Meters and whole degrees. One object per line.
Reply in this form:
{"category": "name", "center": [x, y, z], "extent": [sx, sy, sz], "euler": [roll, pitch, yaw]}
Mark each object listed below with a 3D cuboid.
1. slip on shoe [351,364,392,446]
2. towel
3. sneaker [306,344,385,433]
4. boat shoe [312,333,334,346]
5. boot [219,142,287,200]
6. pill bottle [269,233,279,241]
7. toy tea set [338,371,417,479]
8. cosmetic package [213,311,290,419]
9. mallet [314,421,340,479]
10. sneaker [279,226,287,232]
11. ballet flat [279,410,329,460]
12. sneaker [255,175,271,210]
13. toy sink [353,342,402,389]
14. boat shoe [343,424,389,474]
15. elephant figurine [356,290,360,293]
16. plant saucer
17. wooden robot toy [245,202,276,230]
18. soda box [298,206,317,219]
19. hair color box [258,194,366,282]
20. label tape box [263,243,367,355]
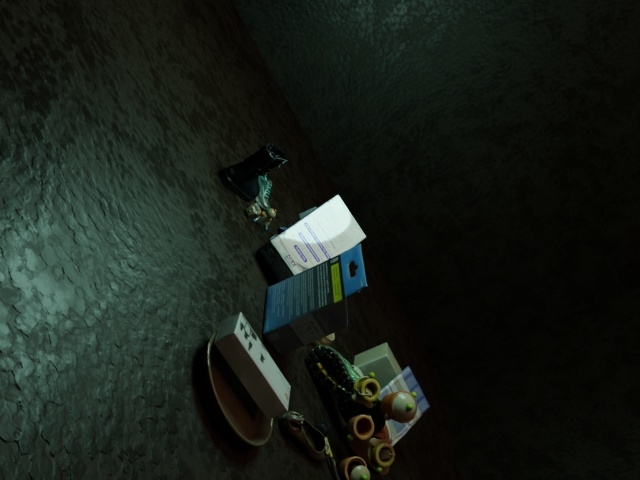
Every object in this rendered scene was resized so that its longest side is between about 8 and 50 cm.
{"category": "slip on shoe", "center": [0.143, 0.599, 2.107], "extent": [0.101, 0.123, 0.331], "euler": [-24, 88, -54]}
{"category": "towel", "center": [0.297, 0.654, 2.374], "extent": [0.285, 0.034, 0.209], "euler": [-33, 100, -34]}
{"category": "sneaker", "center": [0.098, 0.476, 1.990], "extent": [0.343, 0.134, 0.146], "euler": [54, 8, 5]}
{"category": "boat shoe", "center": [-0.009, 0.281, 2.094], "extent": [0.302, 0.098, 0.109], "euler": [49, 20, -50]}
{"category": "boot", "center": [-0.200, -0.229, 2.055], "extent": [0.094, 0.207, 0.246], "euler": [68, 13, 16]}
{"category": "pill bottle", "center": [-0.145, 0.022, 2.168], "extent": [0.083, 0.043, 0.043], "euler": [61, 13, -19]}
{"category": "toy tea set", "center": [0.176, 0.576, 1.819], "extent": [0.200, 0.124, 0.335], "euler": [24, 69, -20]}
{"category": "cosmetic package", "center": [-0.152, 0.291, 1.412], "extent": [0.239, 0.061, 0.099], "euler": [60, 15, -20]}
{"category": "mallet", "center": [0.025, 0.616, 1.748], "extent": [0.062, 0.039, 0.189], "euler": [40, 31, -64]}
{"category": "sneaker", "center": [-0.106, -0.030, 2.352], "extent": [0.063, 0.073, 0.162], "euler": [68, 13, 12]}
{"category": "ballet flat", "center": [-0.029, 0.526, 1.639], "extent": [0.250, 0.058, 0.084], "euler": [53, 18, -41]}
{"category": "sneaker", "center": [-0.210, -0.190, 2.235], "extent": [0.166, 0.076, 0.065], "euler": [68, 14, 15]}
{"category": "toy sink", "center": [0.256, 0.565, 2.496], "extent": [0.234, 0.153, 0.131], "euler": [61, 13, -11]}
{"category": "boat shoe", "center": [0.140, 0.688, 2.000], "extent": [0.207, 0.073, 0.073], "euler": [54, -23, -6]}
{"category": "elephant figurine", "center": [0.026, 0.150, 2.161], "extent": [0.185, 0.240, 0.169], "euler": [68, 14, 17]}
{"category": "plant saucer", "center": [-0.193, 0.338, 1.388], "extent": [0.277, 0.041, 0.277], "euler": [59, 14, -25]}
{"category": "wooden robot toy", "center": [-0.195, -0.098, 2.118], "extent": [0.173, 0.079, 0.076], "euler": [40, 28, -63]}
{"category": "soda box", "center": [0.000, 0.000, 2.678], "extent": [0.098, 0.091, 0.286], "euler": [41, 27, -62]}
{"category": "hair color box", "center": [-0.023, 0.009, 2.065], "extent": [0.339, 0.110, 0.185], "euler": [-36, 94, -36]}
{"category": "label tape box", "center": [0.001, 0.174, 1.804], "extent": [0.105, 0.334, 0.240], "euler": [58, 15, -27]}
